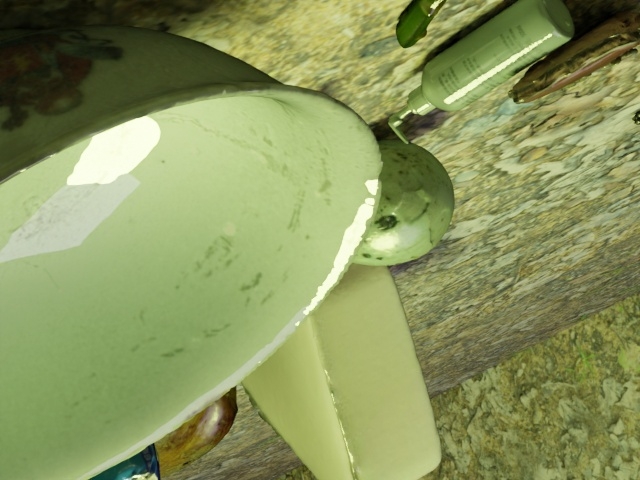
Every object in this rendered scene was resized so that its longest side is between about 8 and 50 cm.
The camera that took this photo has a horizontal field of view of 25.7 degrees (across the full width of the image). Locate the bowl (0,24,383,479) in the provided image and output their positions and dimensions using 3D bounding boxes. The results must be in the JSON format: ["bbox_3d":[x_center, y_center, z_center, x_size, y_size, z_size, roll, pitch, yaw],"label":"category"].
[{"bbox_3d":[-0.188,-0.010,0.920,0.435,0.196,0.435,-29,157,-14],"label":"bowl"}]

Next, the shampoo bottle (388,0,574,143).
[{"bbox_3d":[0.133,-0.153,1.250,0.195,0.056,0.056,-31,164,32],"label":"shampoo bottle"}]

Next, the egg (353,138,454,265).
[{"bbox_3d":[0.054,-0.035,1.420,0.164,0.131,0.131,-17,166,3],"label":"egg"}]

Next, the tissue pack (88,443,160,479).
[{"bbox_3d":[-0.243,0.122,1.248,0.137,0.270,0.209,-21,167,-11],"label":"tissue pack"}]

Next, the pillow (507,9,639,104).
[{"bbox_3d":[0.246,-0.170,1.301,0.126,0.043,0.232,-30,-179,22],"label":"pillow"}]

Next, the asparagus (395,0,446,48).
[{"bbox_3d":[0.088,-0.188,1.119,0.025,0.021,0.108,-20,166,-28],"label":"asparagus"}]

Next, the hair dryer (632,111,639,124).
[{"bbox_3d":[0.468,-0.182,1.678,0.219,0.075,0.195,-22,158,32],"label":"hair dryer"}]

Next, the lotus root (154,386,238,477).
[{"bbox_3d":[-0.240,0.226,1.828,0.196,0.179,0.397,-11,163,-46],"label":"lotus root"}]

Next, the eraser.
[{"bbox_3d":[0.032,0.199,1.871,0.150,0.331,0.331,-22,167,-26],"label":"eraser"}]
